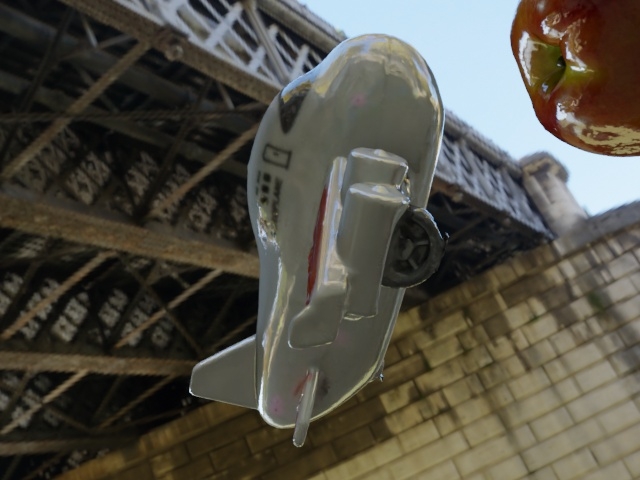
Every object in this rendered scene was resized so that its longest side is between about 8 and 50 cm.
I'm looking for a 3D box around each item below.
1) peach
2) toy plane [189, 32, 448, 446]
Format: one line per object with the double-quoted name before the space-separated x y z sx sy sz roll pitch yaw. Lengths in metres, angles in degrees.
"peach" 0.289 -0.190 0.744 0.243 0.199 0.243 -17 -41 -15
"toy plane" 0.004 0.001 0.507 0.118 0.252 0.252 15 -34 -5
